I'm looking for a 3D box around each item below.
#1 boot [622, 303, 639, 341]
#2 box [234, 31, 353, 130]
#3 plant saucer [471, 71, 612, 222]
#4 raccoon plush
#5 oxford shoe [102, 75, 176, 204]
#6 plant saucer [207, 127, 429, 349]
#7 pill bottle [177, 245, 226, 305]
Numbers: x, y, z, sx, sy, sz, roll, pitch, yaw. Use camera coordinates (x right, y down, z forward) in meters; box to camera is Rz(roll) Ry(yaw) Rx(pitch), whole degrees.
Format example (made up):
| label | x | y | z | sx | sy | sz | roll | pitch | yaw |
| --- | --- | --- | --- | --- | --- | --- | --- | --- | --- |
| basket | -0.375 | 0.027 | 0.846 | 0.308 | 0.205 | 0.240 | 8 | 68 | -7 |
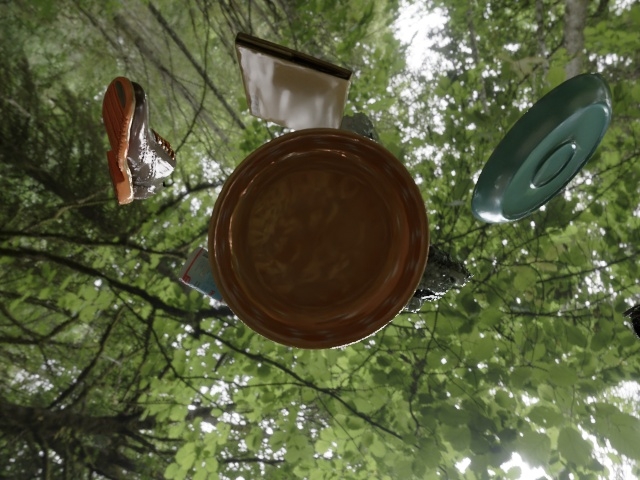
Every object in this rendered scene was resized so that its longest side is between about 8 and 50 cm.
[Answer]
| label | x | y | z | sx | sy | sz | roll | pitch | yaw |
| --- | --- | --- | --- | --- | --- | --- | --- | --- | --- |
| boot | 0.543 | 0.151 | 0.597 | 0.229 | 0.091 | 0.263 | -26 | -118 | -28 |
| box | -0.040 | -0.222 | 0.712 | 0.165 | 0.201 | 0.021 | 19 | -103 | 2 |
| plant saucer | 0.410 | -0.145 | 0.844 | 0.318 | 0.317 | 0.043 | -39 | -123 | 1 |
| raccoon plush | 0.191 | -0.043 | 1.019 | 0.299 | 0.446 | 0.216 | -3 | -150 | -13 |
| oxford shoe | -0.375 | -0.206 | 0.978 | 0.133 | 0.363 | 0.129 | -13 | -108 | -27 |
| plant saucer | 0.000 | 0.000 | 0.426 | 0.200 | 0.200 | 0.037 | -42 | -166 | -1 |
| pill bottle | -0.224 | 0.088 | 1.025 | 0.087 | 0.160 | 0.087 | -57 | -173 | 10 |
